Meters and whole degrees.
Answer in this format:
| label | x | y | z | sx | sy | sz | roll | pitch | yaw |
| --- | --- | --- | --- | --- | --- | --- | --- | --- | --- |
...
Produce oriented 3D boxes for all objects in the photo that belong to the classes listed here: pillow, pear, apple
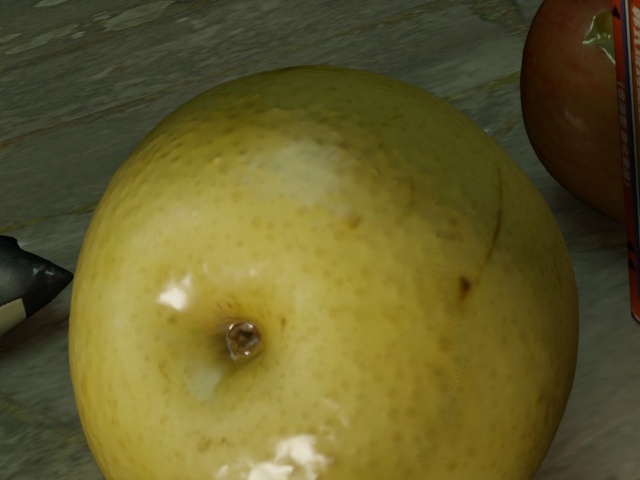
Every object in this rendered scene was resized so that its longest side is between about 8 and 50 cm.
| label | x | y | z | sx | sy | sz | roll | pitch | yaw |
| --- | --- | --- | --- | --- | --- | --- | --- | --- | --- |
| pillow | -0.382 | 0.066 | 1.125 | 0.250 | 0.106 | 0.186 | -30 | 27 | -27 |
| pear | 0.003 | 0.053 | 0.760 | 0.348 | 0.348 | 0.348 | -11 | 31 | 6 |
| apple | 0.307 | -0.134 | 1.031 | 0.242 | 0.242 | 0.241 | -22 | 32 | -12 |

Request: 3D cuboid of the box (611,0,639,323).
| label | x | y | z | sx | sy | sz | roll | pitch | yaw |
| --- | --- | --- | --- | --- | --- | --- | --- | --- | --- |
| box | 0.387 | -0.061 | 0.768 | 0.257 | 0.349 | 0.318 | -22 | 32 | -12 |
